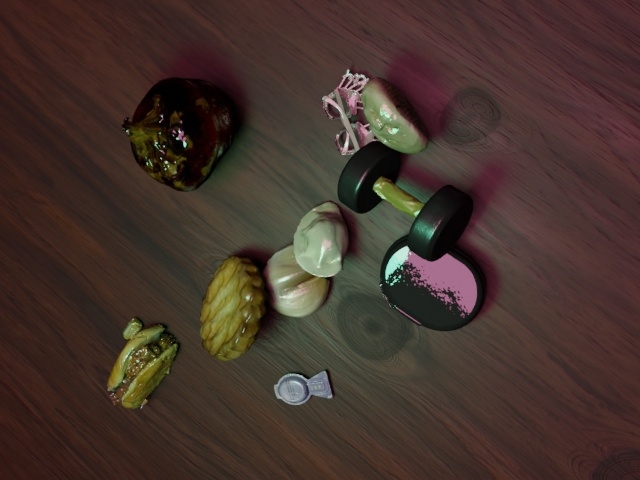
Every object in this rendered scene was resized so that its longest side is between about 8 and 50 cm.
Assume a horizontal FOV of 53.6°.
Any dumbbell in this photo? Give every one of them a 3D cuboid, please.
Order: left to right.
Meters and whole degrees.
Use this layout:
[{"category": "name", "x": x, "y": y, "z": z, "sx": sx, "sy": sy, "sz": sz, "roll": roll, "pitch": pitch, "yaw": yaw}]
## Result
[{"category": "dumbbell", "x": 0.222, "y": -0.108, "z": 1.690, "sx": 0.322, "sy": 0.204, "sz": 0.203, "roll": 36, "pitch": 110, "yaw": 25}]

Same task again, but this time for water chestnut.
[{"category": "water chestnut", "x": -0.427, "y": -0.309, "z": 1.842, "sx": 0.335, "sy": 0.347, "sz": 0.335, "roll": 7, "pitch": 104, "yaw": 28}]

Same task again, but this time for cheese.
[{"category": "cheese", "x": -0.059, "y": 0.470, "z": 2.014, "sx": 0.191, "sy": 0.042, "sz": 0.105, "roll": -10, "pitch": 98, "yaw": 20}]

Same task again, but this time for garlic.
[{"category": "garlic", "x": -0.090, "y": 0.134, "z": 1.930, "sx": 0.228, "sy": 0.110, "sz": 0.217, "roll": -26, "pitch": 95, "yaw": 21}]

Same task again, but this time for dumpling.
[{"category": "dumpling", "x": 0.000, "y": -0.004, "z": 1.853, "sx": 0.166, "sy": 0.126, "sz": 0.215, "roll": -5, "pitch": 91, "yaw": 10}]

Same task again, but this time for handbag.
[{"category": "handbag", "x": 0.314, "y": 0.119, "z": 1.796, "sx": 0.308, "sy": 0.093, "sz": 0.253, "roll": 34, "pitch": 110, "yaw": 10}]

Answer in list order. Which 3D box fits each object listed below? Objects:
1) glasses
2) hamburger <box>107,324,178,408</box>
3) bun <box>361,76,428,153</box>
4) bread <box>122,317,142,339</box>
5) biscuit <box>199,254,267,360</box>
[{"category": "glasses", "x": 0.099, "y": -0.354, "z": 1.782, "sx": 0.162, "sy": 0.095, "sz": 0.255, "roll": -19, "pitch": 95, "yaw": 6}, {"category": "hamburger", "x": -0.606, "y": 0.425, "z": 2.131, "sx": 0.155, "sy": 0.245, "sz": 0.282, "roll": 38, "pitch": 65, "yaw": 14}, {"category": "bun", "x": 0.189, "y": -0.324, "z": 1.695, "sx": 0.116, "sy": 0.210, "sz": 0.237, "roll": -34, "pitch": 102, "yaw": 22}, {"category": "bread", "x": -0.649, "y": 0.307, "z": 2.190, "sx": 0.049, "sy": 0.033, "sz": 0.088, "roll": 35, "pitch": 114, "yaw": -5}, {"category": "biscuit", "x": -0.261, "y": 0.210, "z": 1.934, "sx": 0.326, "sy": 0.107, "sz": 0.325, "roll": -25, "pitch": 58, "yaw": 47}]
